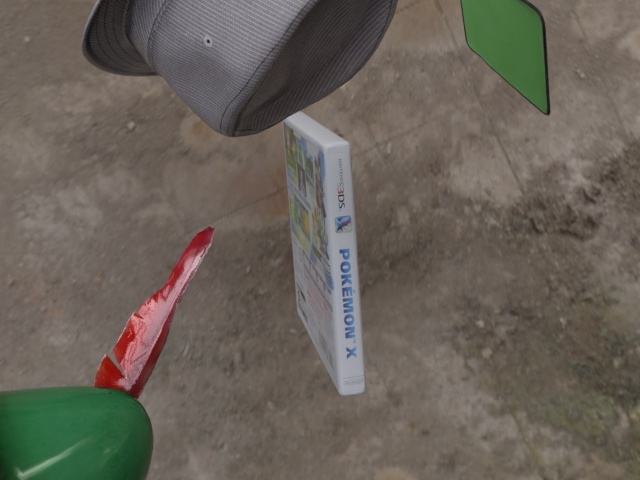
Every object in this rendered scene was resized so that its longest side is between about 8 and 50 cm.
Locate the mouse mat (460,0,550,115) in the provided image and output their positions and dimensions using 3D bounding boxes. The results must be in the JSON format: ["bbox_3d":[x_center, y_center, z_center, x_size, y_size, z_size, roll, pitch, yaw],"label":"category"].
[{"bbox_3d":[0.218,-0.250,1.172,0.007,0.189,0.152,-27,137,-8],"label":"mouse mat"}]

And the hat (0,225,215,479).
[{"bbox_3d":[-0.110,0.128,0.602,0.184,0.173,0.208,-14,109,-21],"label":"hat"}]

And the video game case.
[{"bbox_3d":[0.000,0.000,1.253,0.036,0.329,0.299,-6,105,-9],"label":"video game case"}]

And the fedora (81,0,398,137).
[{"bbox_3d":[-0.041,-0.174,0.764,0.275,0.244,0.124,-40,74,26],"label":"fedora"}]
